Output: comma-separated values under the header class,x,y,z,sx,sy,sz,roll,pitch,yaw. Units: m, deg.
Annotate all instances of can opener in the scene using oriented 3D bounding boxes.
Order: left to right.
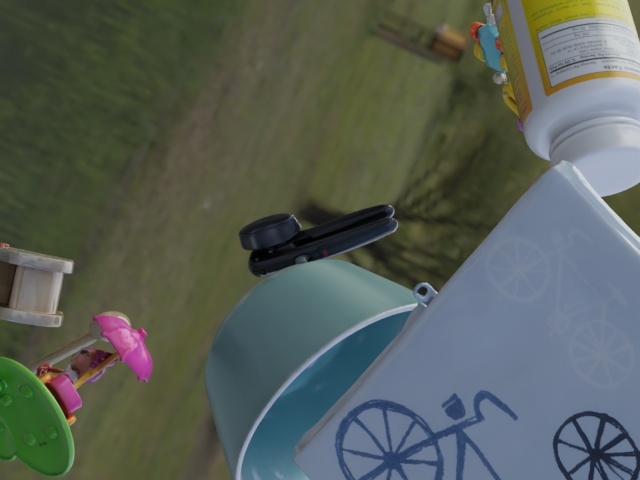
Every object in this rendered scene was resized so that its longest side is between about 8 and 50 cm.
class,x,y,z,sx,sy,sz,roll,pitch,yaw
can opener,0.000,0.000,1.866,0.073,0.186,0.059,70,11,-49

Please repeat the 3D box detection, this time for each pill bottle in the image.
class,x,y,z,sx,sy,sz,roll,pitch,yaw
pill bottle,0.223,-0.149,1.394,0.117,0.117,0.215,111,-27,-59

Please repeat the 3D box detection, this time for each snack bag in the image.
class,x,y,z,sx,sy,sz,roll,pitch,yaw
snack bag,0.174,0.156,1.126,0.342,0.323,0.037,-53,162,27

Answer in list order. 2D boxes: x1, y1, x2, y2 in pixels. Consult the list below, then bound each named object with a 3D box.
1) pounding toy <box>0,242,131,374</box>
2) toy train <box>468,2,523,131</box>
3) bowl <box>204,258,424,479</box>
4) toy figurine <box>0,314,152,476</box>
class,x,y,z,sx,sy,sz,roll,pitch,yaw
pounding toy,-0.364,0.082,1.829,0.154,0.269,0.155,15,86,-79
toy train,0.223,-0.176,1.668,0.046,0.166,0.125,-31,176,-19
bowl,-0.008,0.142,1.796,0.311,0.163,0.311,-29,145,-22
toy figurine,-0.242,0.139,1.574,0.159,0.130,0.173,-34,-174,-39
